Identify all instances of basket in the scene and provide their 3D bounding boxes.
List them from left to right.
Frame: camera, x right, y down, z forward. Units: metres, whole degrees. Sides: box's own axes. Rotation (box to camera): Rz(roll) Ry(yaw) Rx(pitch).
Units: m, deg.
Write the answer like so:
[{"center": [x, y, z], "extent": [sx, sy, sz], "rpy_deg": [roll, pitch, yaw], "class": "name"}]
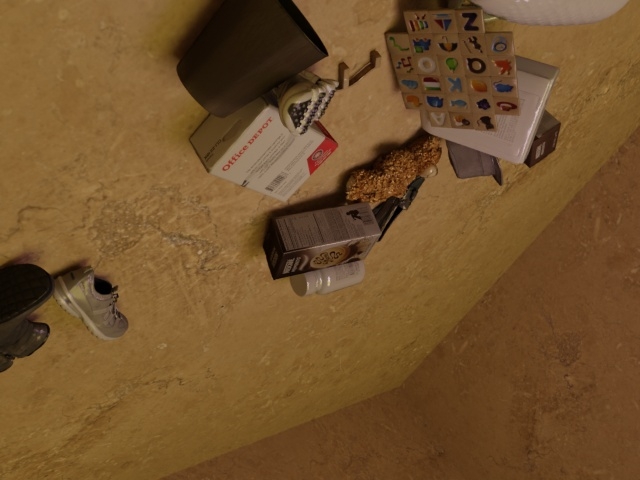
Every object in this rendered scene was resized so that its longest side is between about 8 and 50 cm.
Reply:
[{"center": [-0.134, -0.339, 1.059], "extent": [0.227, 0.204, 0.154], "rpy_deg": [-37, -176, 19], "class": "basket"}]

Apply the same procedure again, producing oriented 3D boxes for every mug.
[{"center": [0.430, -0.574, 1.249], "extent": [0.328, 0.275, 0.374], "rpy_deg": [-12, 174, -26], "class": "mug"}]

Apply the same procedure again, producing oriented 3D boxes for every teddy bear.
[{"center": [0.216, -0.184, 1.721], "extent": [0.338, 0.113, 0.245], "rpy_deg": [-22, 151, -23], "class": "teddy bear"}]

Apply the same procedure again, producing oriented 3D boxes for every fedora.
[{"center": [0.427, -0.274, 1.696], "extent": [0.125, 0.275, 0.244], "rpy_deg": [-14, 175, 12], "class": "fedora"}]

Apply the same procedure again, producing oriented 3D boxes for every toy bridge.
[{"center": [0.053, -0.375, 1.348], "extent": [0.188, 0.026, 0.063], "rpy_deg": [-26, 151, -16], "class": "toy bridge"}]

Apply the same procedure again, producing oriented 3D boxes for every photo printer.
[{"center": [0.402, -0.354, 1.474], "extent": [0.107, 0.308, 0.255], "rpy_deg": [-47, 153, -44], "class": "photo printer"}]

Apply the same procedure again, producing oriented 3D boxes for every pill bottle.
[{"center": [0.020, 0.106, 1.919], "extent": [0.230, 0.131, 0.131], "rpy_deg": [-14, 145, -34], "class": "pill bottle"}]

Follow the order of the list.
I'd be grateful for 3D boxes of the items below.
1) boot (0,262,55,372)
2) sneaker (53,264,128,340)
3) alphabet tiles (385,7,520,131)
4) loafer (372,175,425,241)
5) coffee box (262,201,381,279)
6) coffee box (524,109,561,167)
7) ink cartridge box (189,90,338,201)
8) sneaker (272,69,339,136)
[{"center": [-0.684, 0.177, 1.316], "extent": [0.338, 0.118, 0.223], "rpy_deg": [-28, 155, 8], "class": "boot"}, {"center": [-0.530, 0.157, 1.432], "extent": [0.115, 0.105, 0.281], "rpy_deg": [-32, 151, -6], "class": "sneaker"}, {"center": [0.305, -0.381, 1.348], "extent": [0.011, 0.285, 0.342], "rpy_deg": [-63, 147, -27], "class": "alphabet tiles"}, {"center": [0.249, -0.105, 1.897], "extent": [0.267, 0.084, 0.096], "rpy_deg": [-47, 149, 20], "class": "loafer"}, {"center": [0.000, 0.000, 1.681], "extent": [0.298, 0.118, 0.168], "rpy_deg": [-12, 155, -20], "class": "coffee box"}, {"center": [0.565, -0.350, 1.703], "extent": [0.098, 0.246, 0.141], "rpy_deg": [-35, 151, -2], "class": "coffee box"}, {"center": [-0.121, -0.216, 1.305], "extent": [0.197, 0.114, 0.273], "rpy_deg": [-45, 151, 17], "class": "ink cartridge box"}, {"center": [-0.049, -0.285, 1.159], "extent": [0.110, 0.118, 0.292], "rpy_deg": [-58, -177, 21], "class": "sneaker"}]
